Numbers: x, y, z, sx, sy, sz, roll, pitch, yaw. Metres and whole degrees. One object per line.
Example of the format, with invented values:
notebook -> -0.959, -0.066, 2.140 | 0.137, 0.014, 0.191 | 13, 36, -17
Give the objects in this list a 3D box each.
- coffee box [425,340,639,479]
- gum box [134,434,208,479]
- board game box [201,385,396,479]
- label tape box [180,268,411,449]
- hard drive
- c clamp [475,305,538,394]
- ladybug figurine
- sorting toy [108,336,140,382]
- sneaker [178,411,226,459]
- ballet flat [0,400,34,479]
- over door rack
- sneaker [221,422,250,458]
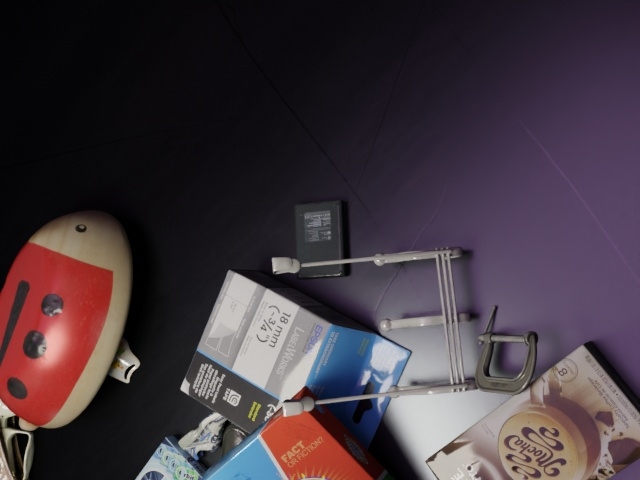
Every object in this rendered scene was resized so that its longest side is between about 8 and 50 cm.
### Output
coffee box -> 0.329, 0.305, 1.167 | 0.297, 0.119, 0.168 | -42, 71, 16
gum box -> -0.280, 0.488, 1.479 | 0.157, 0.041, 0.184 | 41, 101, 23
board game box -> -0.005, 0.430, 1.279 | 0.242, 0.064, 0.316 | -43, 93, 16
label tape box -> -0.049, 0.223, 1.361 | 0.334, 0.106, 0.240 | 25, 97, 25
hard drive -> 0.000, 0.000, 1.405 | 0.094, 0.022, 0.135 | -5, 83, 25
c clamp -> 0.277, 0.165, 1.187 | 0.022, 0.161, 0.137 | 26, 81, -19
ladybug figurine -> -0.518, 0.150, 1.529 | 0.305, 0.162, 0.449 | 11, 84, 40
sorting toy -> -0.399, 0.243, 1.565 | 0.075, 0.045, 0.083 | 33, 100, 5
sneaker -> -0.199, 0.356, 1.456 | 0.135, 0.052, 0.058 | -43, 79, 23
ballet flat -> -0.656, 0.389, 1.647 | 0.106, 0.107, 0.316 | -12, 85, 3
over door rack -> 0.078, 0.135, 1.245 | 0.324, 0.108, 0.239 | -4, 82, -16
sneaker -> -0.138, 0.453, 1.382 | 0.101, 0.106, 0.267 | -12, 79, 25
